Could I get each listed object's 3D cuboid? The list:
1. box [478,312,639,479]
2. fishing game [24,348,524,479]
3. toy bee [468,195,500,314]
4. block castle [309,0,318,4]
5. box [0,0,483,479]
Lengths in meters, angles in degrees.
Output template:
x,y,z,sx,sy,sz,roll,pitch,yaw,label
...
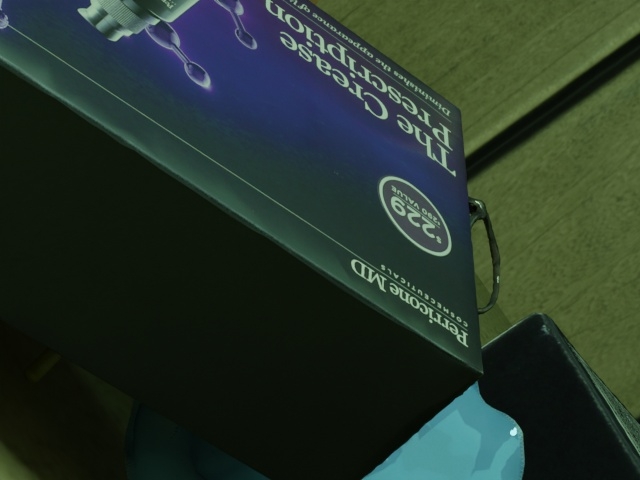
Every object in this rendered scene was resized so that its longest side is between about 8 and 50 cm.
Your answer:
x,y,z,sx,sy,sz,roll,pitch,yaw,label
0.158,0.245,0.977,0.294,0.183,0.296,42,16,-50,box
0.004,0.105,0.827,0.264,0.041,0.189,34,50,3,fishing game
-0.021,0.029,1.050,0.298,0.162,0.195,48,45,-61,toy bee
-0.094,-0.307,1.395,0.213,0.303,0.453,56,7,18,block castle
-0.067,-0.042,0.750,0.261,0.103,0.184,33,33,-22,box
